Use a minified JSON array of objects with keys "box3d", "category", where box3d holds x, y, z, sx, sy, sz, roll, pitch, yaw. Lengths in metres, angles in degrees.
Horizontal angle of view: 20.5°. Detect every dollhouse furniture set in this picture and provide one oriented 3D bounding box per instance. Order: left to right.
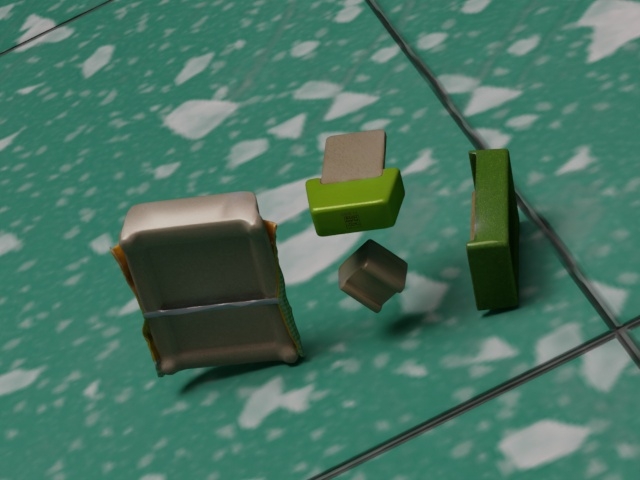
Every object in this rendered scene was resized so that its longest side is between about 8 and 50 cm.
[{"box3d":[0.000,0.000,0.688,0.152,0.076,0.058,-7,37,10],"category":"dollhouse furniture set"}]
